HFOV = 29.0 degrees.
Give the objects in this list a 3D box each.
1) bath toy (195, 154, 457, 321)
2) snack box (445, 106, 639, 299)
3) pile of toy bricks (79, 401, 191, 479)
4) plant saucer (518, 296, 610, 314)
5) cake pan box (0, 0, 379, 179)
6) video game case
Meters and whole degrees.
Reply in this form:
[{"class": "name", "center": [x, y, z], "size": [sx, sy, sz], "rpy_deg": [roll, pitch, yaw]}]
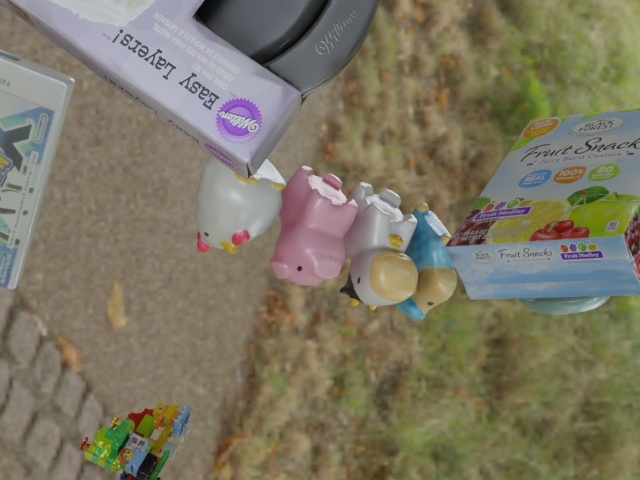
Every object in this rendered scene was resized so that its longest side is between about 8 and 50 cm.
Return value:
[{"class": "bath toy", "center": [0.000, 0.000, 1.446], "size": [0.348, 0.129, 0.151], "rpy_deg": [18, 29, -33]}, {"class": "snack box", "center": [0.234, -0.037, 1.108], "size": [0.207, 0.174, 0.070], "rpy_deg": [-51, 125, -41]}, {"class": "pile of toy bricks", "center": [-0.253, 0.274, 1.576], "size": [0.118, 0.105, 0.212], "rpy_deg": [107, 9, -46]}, {"class": "plant saucer", "center": [0.286, 0.064, 1.439], "size": [0.119, 0.119, 0.021], "rpy_deg": [-52, 134, -73]}, {"class": "cake pan box", "center": [-0.082, -0.215, 0.946], "size": [0.246, 0.267, 0.070], "rpy_deg": [-53, 176, -4]}, {"class": "video game case", "center": [-0.518, -0.125, 1.700], "size": [0.036, 0.300, 0.329], "rpy_deg": [-69, 180, -66]}]
